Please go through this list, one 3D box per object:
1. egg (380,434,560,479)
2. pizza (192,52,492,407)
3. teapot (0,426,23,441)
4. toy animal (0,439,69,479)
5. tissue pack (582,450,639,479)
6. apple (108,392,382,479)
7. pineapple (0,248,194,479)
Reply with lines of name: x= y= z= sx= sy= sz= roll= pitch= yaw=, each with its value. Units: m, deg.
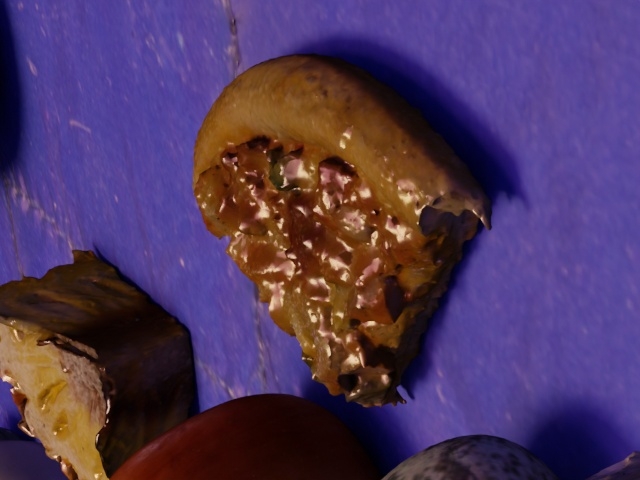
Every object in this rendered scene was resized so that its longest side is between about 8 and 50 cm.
egg: x=0.064 y=0.167 z=0.703 sx=0.132 sy=0.132 sz=0.172 roll=41 pitch=131 yaw=47
pizza: x=0.000 y=0.000 z=0.804 sx=0.292 sy=0.058 sz=0.197 roll=17 pitch=123 yaw=60
teapot: x=-0.356 y=0.295 z=1.637 sx=0.193 sy=0.129 sz=0.294 roll=44 pitch=143 yaw=46
toy animal: x=-0.253 y=0.296 z=1.334 sx=0.266 sy=0.212 sz=0.213 roll=22 pitch=126 yaw=57
tissue pack: x=0.163 y=0.175 z=0.555 sx=0.148 sy=0.092 sz=0.196 roll=-23 pitch=85 yaw=64
apple: x=-0.052 y=0.184 z=0.891 sx=0.199 sy=0.199 sz=0.199 roll=43 pitch=143 yaw=45
pineapple: x=-0.159 y=0.110 z=1.169 sx=0.236 sy=0.114 sz=0.186 roll=54 pitch=151 yaw=13
